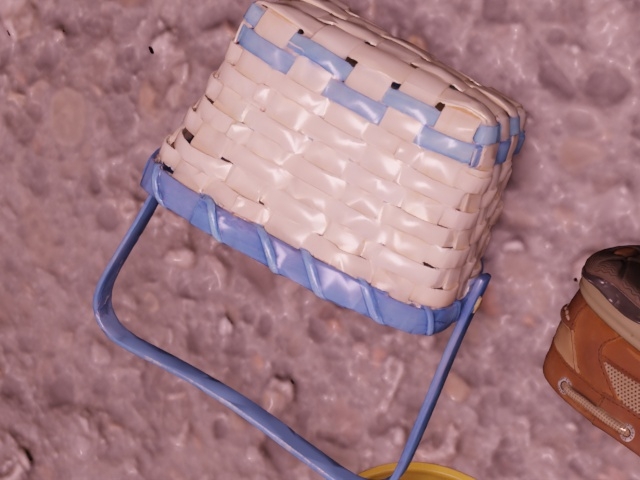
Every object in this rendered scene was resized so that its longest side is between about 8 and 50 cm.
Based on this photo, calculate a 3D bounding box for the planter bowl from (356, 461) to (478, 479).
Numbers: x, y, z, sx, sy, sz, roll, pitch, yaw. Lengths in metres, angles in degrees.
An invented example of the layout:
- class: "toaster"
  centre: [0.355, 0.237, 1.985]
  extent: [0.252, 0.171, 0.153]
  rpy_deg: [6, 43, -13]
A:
- class: "planter bowl"
  centre: [0.058, 0.276, 1.038]
  extent: [0.217, 0.090, 0.217]
  rpy_deg: [3, 97, 28]

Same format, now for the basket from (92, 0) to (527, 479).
- class: "basket"
  centre: [0.000, 0.000, 0.970]
  extent: [0.255, 0.201, 0.289]
  rpy_deg: [31, 105, 11]

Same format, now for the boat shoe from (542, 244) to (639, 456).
- class: "boat shoe"
  centre: [0.276, 0.140, 0.903]
  extent: [0.324, 0.122, 0.120]
  rpy_deg: [44, 119, 25]
